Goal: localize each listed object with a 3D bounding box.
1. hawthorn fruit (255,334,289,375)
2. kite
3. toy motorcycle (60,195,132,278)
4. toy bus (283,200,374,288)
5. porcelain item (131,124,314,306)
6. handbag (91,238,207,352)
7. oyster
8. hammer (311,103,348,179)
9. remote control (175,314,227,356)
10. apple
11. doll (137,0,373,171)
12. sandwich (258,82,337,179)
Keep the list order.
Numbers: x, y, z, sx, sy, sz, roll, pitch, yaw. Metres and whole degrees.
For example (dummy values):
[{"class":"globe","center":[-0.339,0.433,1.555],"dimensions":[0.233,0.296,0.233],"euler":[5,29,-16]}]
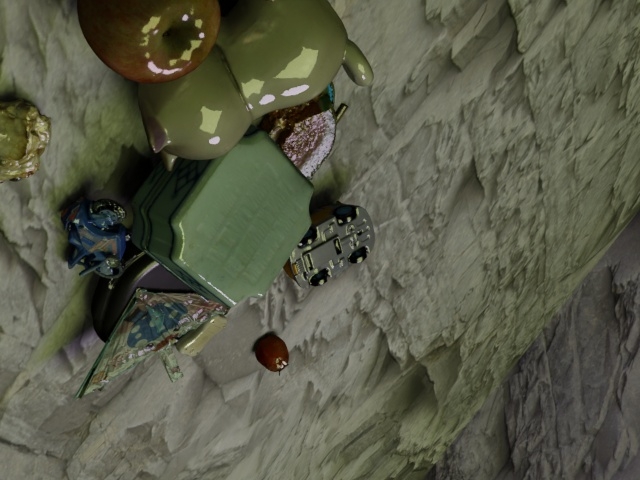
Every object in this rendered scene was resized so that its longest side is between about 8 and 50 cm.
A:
[{"class":"hawthorn fruit","center":[-0.110,0.279,2.436],"dimensions":[0.081,0.093,0.081],"euler":[-30,151,-19]},{"class":"kite","center":[-0.310,0.191,1.967],"dimensions":[0.406,0.014,0.368],"euler":[-32,149,-15]},{"class":"toy motorcycle","center":[-0.385,-0.007,1.716],"dimensions":[0.205,0.114,0.076],"euler":[105,-1,-50]},{"class":"toy bus","center":[0.000,0.000,2.139],"dimensions":[0.209,0.136,0.126],"euler":[-29,119,-23]},{"class":"porcelain item","center":[-0.171,-0.050,1.761],"dimensions":[0.286,0.157,0.281],"euler":[-58,138,-11]},{"class":"handbag","center":[-0.318,0.087,1.927],"dimensions":[0.253,0.093,0.308],"euler":[-10,139,-41]},{"class":"oyster","center":[-0.464,-0.137,1.463],"dimensions":[0.191,0.081,0.163],"euler":[4,133,-48]},{"class":"hammer","center":[0.001,-0.195,2.004],"dimensions":[0.062,0.017,0.182],"euler":[1,129,-51]},{"class":"remote control","center":[-0.262,0.204,2.214],"dimensions":[0.122,0.032,0.074],"euler":[-44,151,6]},{"class":"apple","center":[-0.239,-0.315,1.388],"dimensions":[0.188,0.174,0.188],"euler":[-30,146,-23]},{"class":"doll","center":[-0.121,-0.273,1.561],"dimensions":[0.370,0.226,0.215],"euler":[-27,180,-6]},{"class":"sandwich","center":[-0.033,-0.207,1.879],"dimensions":[0.159,0.079,0.235],"euler":[-3,134,-49]}]
